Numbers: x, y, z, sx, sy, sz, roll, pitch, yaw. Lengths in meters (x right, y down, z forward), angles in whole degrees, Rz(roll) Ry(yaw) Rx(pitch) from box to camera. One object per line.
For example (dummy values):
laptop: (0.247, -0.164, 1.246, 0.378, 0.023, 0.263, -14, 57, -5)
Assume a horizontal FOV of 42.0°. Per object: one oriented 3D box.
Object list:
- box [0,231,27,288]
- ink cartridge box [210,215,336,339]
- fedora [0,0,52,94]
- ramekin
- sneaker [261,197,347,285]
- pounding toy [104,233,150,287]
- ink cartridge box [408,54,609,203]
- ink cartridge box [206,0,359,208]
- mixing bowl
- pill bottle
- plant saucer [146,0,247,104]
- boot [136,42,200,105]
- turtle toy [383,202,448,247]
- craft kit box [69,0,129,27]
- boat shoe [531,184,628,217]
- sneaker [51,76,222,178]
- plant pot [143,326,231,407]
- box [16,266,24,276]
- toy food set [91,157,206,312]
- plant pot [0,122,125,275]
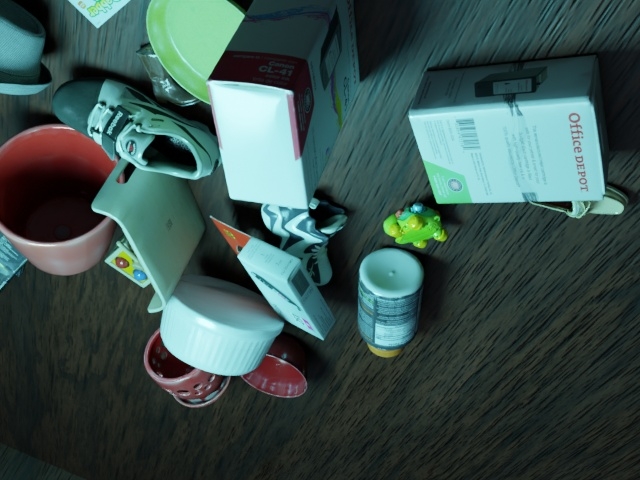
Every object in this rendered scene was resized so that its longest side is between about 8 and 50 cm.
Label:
box: (-0.914, -0.022, 2.019, 0.395, 0.097, 0.318, 43, 140, -11)
ink cartridge box: (-0.107, 0.080, 1.715, 0.239, 0.060, 0.275, 24, 159, 28)
fedora: (-0.593, -0.363, 1.449, 0.275, 0.244, 0.124, 25, 112, -4)
ramekin: (-0.223, 0.187, 1.818, 0.272, 0.273, 0.127, 21, 104, 1)
sneaker: (0.000, 0.000, 1.649, 0.153, 0.094, 0.235, -1, 126, 38)
pounding toy: (-0.411, 0.032, 1.876, 0.130, 0.100, 0.141, 37, 139, -19)
ink cartridge box: (0.300, -0.165, 1.302, 0.272, 0.115, 0.198, 0, 136, 26)
ink cartridge box: (-0.043, -0.232, 1.235, 0.131, 0.306, 0.226, 10, 140, 15)
mixing bowl: (-0.104, 0.291, 2.030, 0.181, 0.098, 0.181, 13, 141, 11)
pill bottle: (0.141, 0.139, 1.716, 0.130, 0.130, 0.246, 13, 140, 12)
plant saucer: (-0.177, -0.324, 1.386, 0.241, 0.037, 0.241, 21, 144, 16)
boot: (-0.267, -0.297, 1.486, 0.106, 0.037, 0.114, 3, 133, 19)
turtle toy: (0.171, -0.030, 1.556, 0.095, 0.066, 0.130, 22, 151, -39)
craft kit box: (-0.364, -0.487, 1.297, 0.250, 0.061, 0.246, -23, 126, 42)
boat shoe: (0.427, -0.066, 1.400, 0.170, 0.059, 0.063, 13, 140, 12)
sneaker: (-0.340, -0.202, 1.516, 0.330, 0.146, 0.122, 20, 110, -3)
plant pot: (-0.319, 0.309, 2.090, 0.191, 0.191, 0.174, 2, 145, 23)
box: (-0.823, 0.020, 2.112, 0.162, 0.029, 0.116, 28, 141, -8)
toy food set: (-0.343, -0.034, 1.674, 0.092, 0.220, 0.306, 4, 138, 21)
plant pot: (-0.535, -0.062, 1.717, 0.275, 0.275, 0.243, 22, 152, 0)
